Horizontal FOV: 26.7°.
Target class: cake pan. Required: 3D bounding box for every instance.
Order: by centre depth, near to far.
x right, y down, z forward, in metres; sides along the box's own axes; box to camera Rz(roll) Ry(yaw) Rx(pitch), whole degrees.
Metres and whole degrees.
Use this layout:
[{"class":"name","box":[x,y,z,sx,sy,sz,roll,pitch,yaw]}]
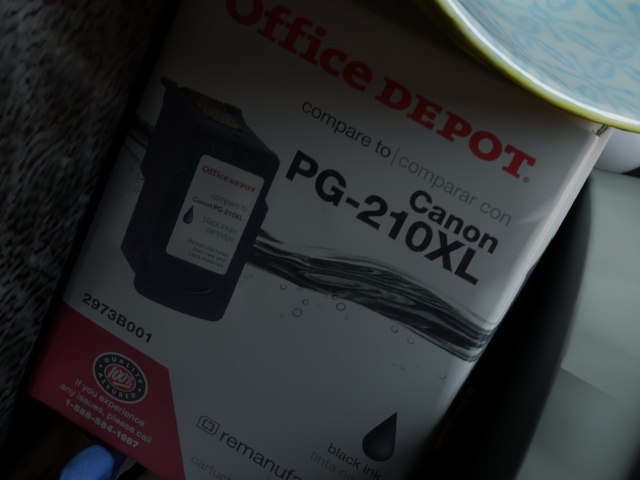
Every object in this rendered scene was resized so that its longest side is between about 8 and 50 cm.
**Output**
[{"class":"cake pan","box":[0.089,0.090,0.630,0.293,0.054,0.293,-156,-90,-86]}]

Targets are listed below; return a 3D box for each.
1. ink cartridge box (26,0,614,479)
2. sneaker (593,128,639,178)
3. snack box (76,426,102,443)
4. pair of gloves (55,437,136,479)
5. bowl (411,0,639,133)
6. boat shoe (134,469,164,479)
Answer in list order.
[{"class":"ink cartridge box","box":[0.000,0.000,0.581,0.237,0.172,0.100,-64,170,25]},{"class":"sneaker","box":[0.106,-0.112,0.930,0.137,0.210,0.366,-57,-156,-13]},{"class":"snack box","box":[-0.082,0.076,0.785,0.100,0.037,0.141,-60,170,-2]},{"class":"pair of gloves","box":[-0.132,0.152,0.667,0.159,0.023,0.198,-32,163,-50]},{"class":"bowl","box":[0.109,-0.191,0.494,0.289,0.289,0.156,-60,-153,2]},{"class":"boat shoe","box":[-0.120,0.222,0.828,0.267,0.088,0.096,-35,153,-52]}]
